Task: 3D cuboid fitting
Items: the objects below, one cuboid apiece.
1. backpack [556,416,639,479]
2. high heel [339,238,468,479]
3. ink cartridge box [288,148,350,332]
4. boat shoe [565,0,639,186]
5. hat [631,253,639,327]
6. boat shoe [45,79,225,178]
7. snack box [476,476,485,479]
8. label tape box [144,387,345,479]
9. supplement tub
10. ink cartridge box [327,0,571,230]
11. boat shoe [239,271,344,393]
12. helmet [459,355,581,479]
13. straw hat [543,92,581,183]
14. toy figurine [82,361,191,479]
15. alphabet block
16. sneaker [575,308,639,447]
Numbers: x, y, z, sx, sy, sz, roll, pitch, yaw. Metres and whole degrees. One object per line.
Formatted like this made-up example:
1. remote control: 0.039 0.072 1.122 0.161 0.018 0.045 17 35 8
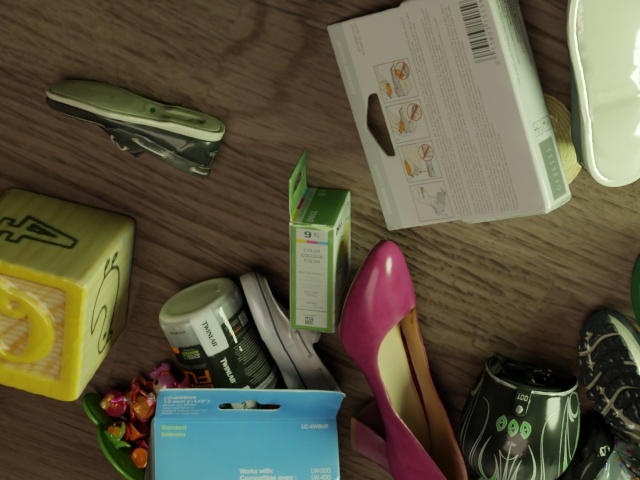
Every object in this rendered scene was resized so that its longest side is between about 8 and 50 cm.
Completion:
1. backpack: 0.399 0.336 1.724 0.182 0.115 0.152 32 116 -7
2. high heel: 0.129 0.173 1.676 0.181 0.127 0.377 24 137 30
3. ink cartridge box: 0.000 0.000 1.648 0.062 0.109 0.209 5 117 10
4. boat shoe: 0.321 -0.221 1.463 0.116 0.099 0.319 -9 118 -5
5. hat: 0.522 0.069 1.611 0.208 0.184 0.173 35 121 43
6. boat shoe: -0.241 -0.142 1.647 0.233 0.084 0.079 18 119 0
7. snack box: 0.229 0.424 1.796 0.174 0.070 0.207 23 123 -31
8. label tape box: -0.110 0.343 1.756 0.249 0.115 0.347 2 138 -12
9. supplement tub: -0.131 0.156 1.754 0.117 0.117 0.190 -16 111 20
10. ink cartridge box: 0.149 -0.155 1.538 0.239 0.060 0.275 -7 105 44
11. boat shoe: -0.036 0.129 1.752 0.076 0.083 0.226 -24 116 -2
12. helmet: 0.258 0.246 1.689 0.169 0.169 0.161 12 105 7
13. straw hat: 0.248 -0.104 1.565 0.145 0.061 0.144 5 117 10
14. toy figurine: -0.230 0.236 1.841 0.159 0.130 0.173 -43 76 14
15. alphabet block: -0.371 0.068 1.719 0.193 0.197 0.192 12 119 7
16. sneaker: 0.436 0.206 1.666 0.283 0.122 0.110 60 145 3
